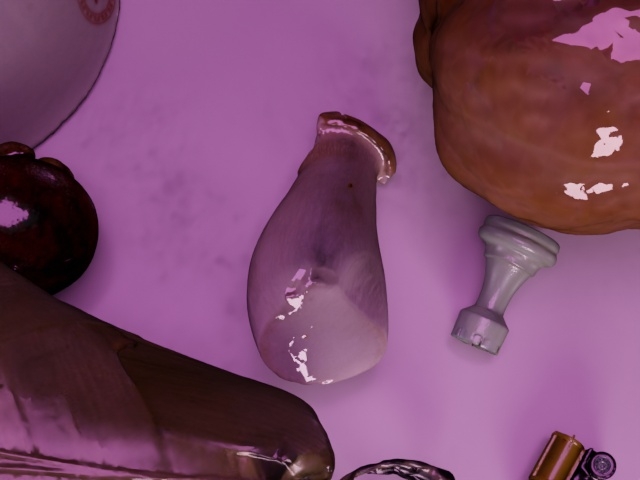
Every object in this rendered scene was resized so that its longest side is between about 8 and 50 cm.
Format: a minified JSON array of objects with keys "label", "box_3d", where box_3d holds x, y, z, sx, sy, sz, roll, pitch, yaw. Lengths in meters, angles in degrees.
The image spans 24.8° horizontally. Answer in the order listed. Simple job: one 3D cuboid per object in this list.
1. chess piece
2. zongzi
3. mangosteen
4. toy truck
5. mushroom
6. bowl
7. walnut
[{"label":"chess piece","box_3d":[0.143,0.037,1.164,0.067,0.067,0.103,23,86,4]},{"label":"zongzi","box_3d":[-0.136,0.086,1.047,0.447,0.181,0.418,-11,91,-5]},{"label":"mangosteen","box_3d":[-0.239,-0.021,1.143,0.140,0.140,0.140,0,76,-1]},{"label":"toy truck","box_3d":[0.186,0.195,1.131,0.054,0.049,0.083,30,76,7]},{"label":"mushroom","box_3d":[0.000,0.000,1.139,0.116,0.093,0.225,22,49,-27]},{"label":"bowl","box_3d":[-0.335,-0.226,1.166,0.337,0.157,0.337,0,75,-2]},{"label":"walnut","box_3d":[0.245,-0.157,1.100,0.343,0.306,0.306,-8,77,1]}]
